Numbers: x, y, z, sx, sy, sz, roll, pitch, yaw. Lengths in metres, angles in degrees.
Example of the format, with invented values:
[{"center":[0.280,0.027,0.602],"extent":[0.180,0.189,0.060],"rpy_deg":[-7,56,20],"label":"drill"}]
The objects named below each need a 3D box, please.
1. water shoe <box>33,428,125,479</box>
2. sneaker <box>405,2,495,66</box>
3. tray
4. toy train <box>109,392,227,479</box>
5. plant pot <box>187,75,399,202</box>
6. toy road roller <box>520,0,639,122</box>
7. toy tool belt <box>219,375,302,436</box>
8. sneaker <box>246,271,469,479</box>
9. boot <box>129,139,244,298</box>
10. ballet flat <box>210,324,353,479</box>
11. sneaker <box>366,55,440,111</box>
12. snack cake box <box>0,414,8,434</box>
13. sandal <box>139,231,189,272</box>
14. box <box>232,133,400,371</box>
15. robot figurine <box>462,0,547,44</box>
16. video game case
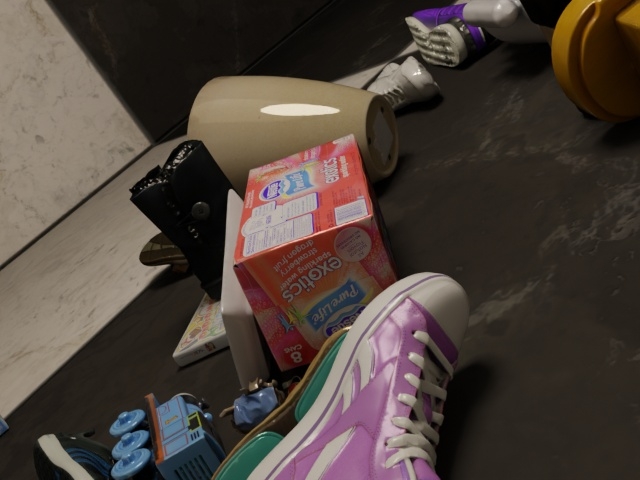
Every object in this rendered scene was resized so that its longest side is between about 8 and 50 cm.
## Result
[{"center":[-0.242,0.255,0.844],"extent":[0.080,0.073,0.203],"rpy_deg":[-12,22,-37],"label":"water shoe"},{"center":[0.279,-0.427,1.573],"extent":[0.146,0.102,0.293],"rpy_deg":[-30,25,-1],"label":"sneaker"},{"center":[-0.083,0.059,0.917],"extent":[0.030,0.145,0.270],"rpy_deg":[-11,32,2],"label":"tray"},{"center":[-0.156,0.215,0.808],"extent":[0.105,0.080,0.184],"rpy_deg":[-28,17,-9],"label":"toy train"},{"center":[-0.024,-0.153,1.244],"extent":[0.274,0.256,0.256],"rpy_deg":[-4,33,28],"label":"plant pot"},{"center":[0.407,-0.268,0.865],"extent":[0.329,0.202,0.240],"rpy_deg":[-38,32,4],"label":"toy road roller"},{"center":[-0.057,0.164,0.790],"extent":[0.083,0.051,0.052],"rpy_deg":[-32,53,10],"label":"toy tool belt"},{"center":[0.069,0.147,0.592],"extent":[0.161,0.102,0.282],"rpy_deg":[4,52,54],"label":"sneaker"},{"center":[-0.119,-0.059,1.103],"extent":[0.246,0.207,0.094],"rpy_deg":[-32,19,4],"label":"boot"},{"center":[-0.016,0.178,0.688],"extent":[0.232,0.080,0.073],"rpy_deg":[-48,-15,-13],"label":"ballet flat"},{"center":[0.142,-0.270,1.454],"extent":[0.115,0.090,0.232],"rpy_deg":[-43,12,-4],"label":"sneaker"},{"center":[-0.637,0.243,1.210],"extent":[0.152,0.264,0.089],"rpy_deg":[-43,22,-22],"label":"snack cake box"},{"center":[-0.236,0.023,1.404],"extent":[0.219,0.060,0.090],"rpy_deg":[-6,38,27],"label":"sandal"},{"center":[0.000,0.000,0.913],"extent":[0.154,0.142,0.300],"rpy_deg":[-18,22,5],"label":"box"},{"center":[0.371,-0.416,1.235],"extent":[0.300,0.200,0.353],"rpy_deg":[-33,19,-8],"label":"robot figurine"},{"center":[-0.092,0.069,1.109],"extent":[0.206,0.026,0.227],"rpy_deg":[-26,22,22],"label":"video game case"}]
